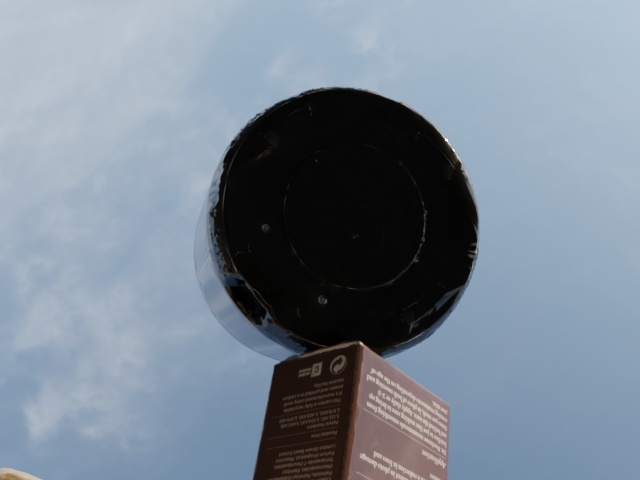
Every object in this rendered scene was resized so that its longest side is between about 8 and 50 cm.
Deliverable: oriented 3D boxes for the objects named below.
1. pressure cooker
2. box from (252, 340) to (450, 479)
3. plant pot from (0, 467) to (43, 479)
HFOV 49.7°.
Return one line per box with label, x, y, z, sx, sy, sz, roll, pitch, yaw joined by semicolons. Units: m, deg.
pressure cooker;-0.006;-0.002;1.035;0.375;0.420;0.370;41;-108;-4
box;0.027;0.324;0.720;0.143;0.191;0.381;-22;-136;35
plant pot;-0.228;0.317;0.390;0.334;0.305;0.334;-2;-165;1
